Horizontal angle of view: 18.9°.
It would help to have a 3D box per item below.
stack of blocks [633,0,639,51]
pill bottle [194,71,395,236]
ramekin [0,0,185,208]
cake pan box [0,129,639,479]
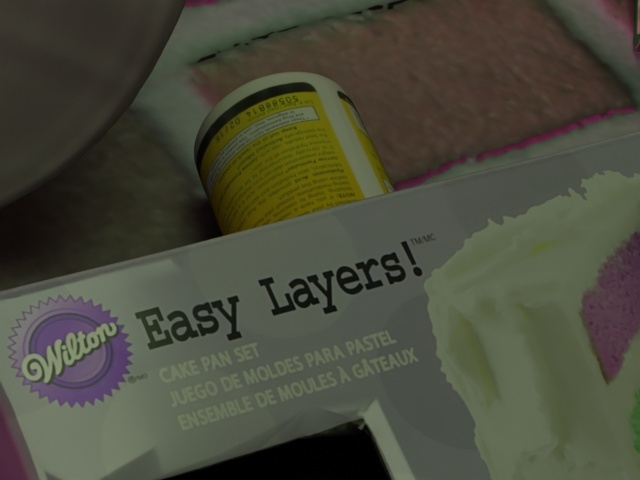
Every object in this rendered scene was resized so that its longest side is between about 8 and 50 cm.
[{"bbox_3d":[0.199,-0.227,0.884,0.087,0.171,0.297,8,64,-7],"label":"stack of blocks"},{"bbox_3d":[0.000,0.000,0.689,0.065,0.065,0.116,-6,49,-21],"label":"pill bottle"},{"bbox_3d":[-0.169,-0.143,0.650,0.273,0.273,0.127,12,34,-4],"label":"ramekin"},{"bbox_3d":[0.043,0.104,0.562,0.267,0.070,0.245,-13,65,-25],"label":"cake pan box"}]
